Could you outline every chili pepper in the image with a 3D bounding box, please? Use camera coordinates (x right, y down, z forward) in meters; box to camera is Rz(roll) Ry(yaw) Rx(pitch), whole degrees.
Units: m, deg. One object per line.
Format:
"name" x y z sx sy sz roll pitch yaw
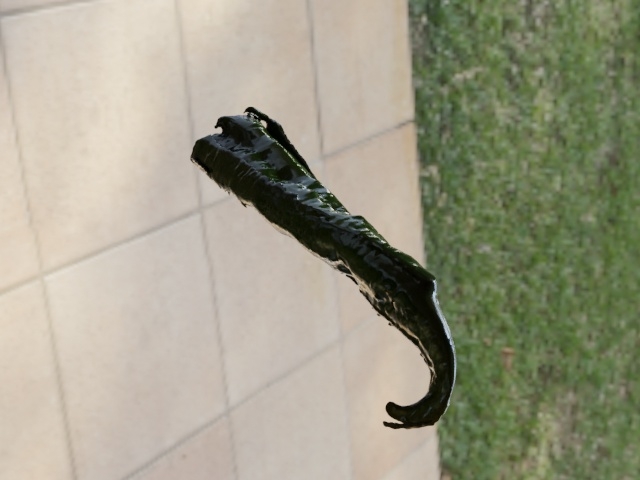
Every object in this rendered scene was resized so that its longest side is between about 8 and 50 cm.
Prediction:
"chili pepper" 0.000 0.000 0.926 0.085 0.359 0.076 -25 133 -15
